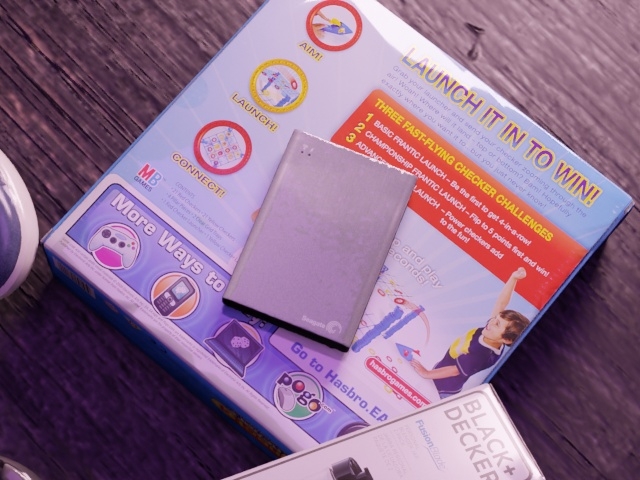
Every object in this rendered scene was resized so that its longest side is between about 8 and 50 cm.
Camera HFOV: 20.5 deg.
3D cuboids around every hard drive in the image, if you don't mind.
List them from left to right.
[{"bbox_3d":[0.000,0.000,1.233,0.094,0.022,0.135,21,73,3],"label":"hard drive"}]

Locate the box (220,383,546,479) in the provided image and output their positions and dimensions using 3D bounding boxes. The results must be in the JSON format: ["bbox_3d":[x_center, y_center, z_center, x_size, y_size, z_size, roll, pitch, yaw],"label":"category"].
[{"bbox_3d":[-0.003,0.216,1.129,0.290,0.169,0.087,-18,48,-13],"label":"box"}]

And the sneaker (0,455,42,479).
[{"bbox_3d":[-0.306,0.180,1.213,0.267,0.106,0.101,12,78,9],"label":"sneaker"}]

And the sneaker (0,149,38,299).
[{"bbox_3d":[-0.358,-0.073,1.244,0.350,0.148,0.131,37,104,13],"label":"sneaker"}]

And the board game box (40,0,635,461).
[{"bbox_3d":[0.013,-0.002,1.292,0.308,0.086,0.302,39,74,9],"label":"board game box"}]
